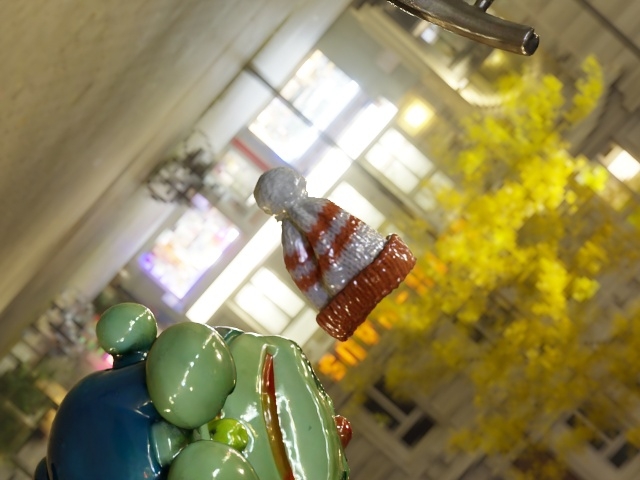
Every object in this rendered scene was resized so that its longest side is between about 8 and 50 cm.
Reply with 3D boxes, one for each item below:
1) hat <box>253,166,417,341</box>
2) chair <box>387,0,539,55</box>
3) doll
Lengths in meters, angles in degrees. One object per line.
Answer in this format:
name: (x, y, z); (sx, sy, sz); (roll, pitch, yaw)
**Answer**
hat: (0.000, 0.000, 1.255); (0.112, 0.162, 0.093); (-46, -178, 22)
chair: (0.128, -0.246, 0.706); (0.272, 0.188, 0.166); (-54, -152, -9)
doll: (-0.087, 0.153, 0.979); (0.186, 0.198, 0.322); (-17, 159, 15)
